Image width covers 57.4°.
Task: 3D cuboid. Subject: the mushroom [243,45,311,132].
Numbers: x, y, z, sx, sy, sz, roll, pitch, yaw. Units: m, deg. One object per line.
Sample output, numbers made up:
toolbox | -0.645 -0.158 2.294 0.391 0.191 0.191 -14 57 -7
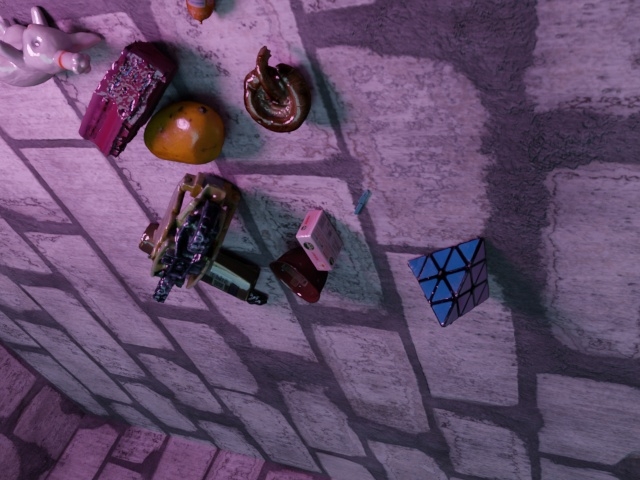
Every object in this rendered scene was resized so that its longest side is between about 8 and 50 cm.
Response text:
mushroom | -0.086 -0.286 1.106 0.135 0.080 0.171 -1 137 12

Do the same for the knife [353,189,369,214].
knife | 0.091 -0.086 1.310 0.014 0.005 0.091 25 143 -3

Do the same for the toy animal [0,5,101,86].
toy animal | -0.575 -0.399 1.201 0.282 0.141 0.138 -3 144 37

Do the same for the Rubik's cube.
Rubik's cube | 0.342 0.065 1.326 0.190 0.211 0.178 5 129 -28

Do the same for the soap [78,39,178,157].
soap | -0.385 -0.297 1.200 0.099 0.162 0.250 41 139 -12

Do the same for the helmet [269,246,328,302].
helmet | -0.038 0.070 1.481 0.155 0.106 0.175 40 163 -2

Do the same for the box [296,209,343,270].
box | 0.000 0.000 1.399 0.043 0.089 0.125 -4 134 33

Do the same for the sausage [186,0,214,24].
sausage | -0.198 -0.499 0.926 0.053 0.053 0.348 19 144 8

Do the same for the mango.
mango | -0.299 -0.225 1.274 0.227 0.109 0.147 -11 133 40

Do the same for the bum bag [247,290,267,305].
bum bag | -0.220 0.166 1.773 0.124 0.034 0.058 26 134 -3

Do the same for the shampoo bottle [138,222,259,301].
shampoo bottle | -0.350 0.059 1.676 0.350 0.084 0.126 25 141 1

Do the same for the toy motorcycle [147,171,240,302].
toy motorcycle | -0.327 -0.006 1.462 0.168 0.237 0.410 21 144 -21
